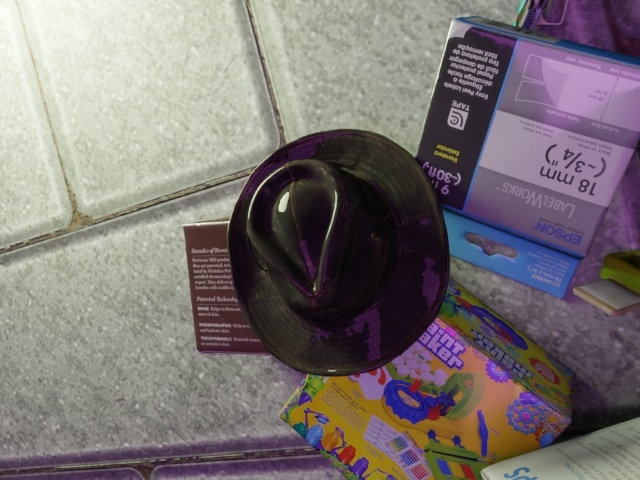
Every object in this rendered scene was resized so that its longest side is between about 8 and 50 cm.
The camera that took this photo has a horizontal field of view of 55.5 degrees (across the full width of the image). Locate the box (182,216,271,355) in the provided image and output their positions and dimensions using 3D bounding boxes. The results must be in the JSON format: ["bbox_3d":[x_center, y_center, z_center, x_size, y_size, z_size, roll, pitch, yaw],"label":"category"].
[{"bbox_3d":[-0.093,0.061,0.962,0.167,0.168,0.203,-3,96,25],"label":"box"}]

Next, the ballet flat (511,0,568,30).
[{"bbox_3d":[0.279,-0.281,0.798,0.070,0.070,0.188,29,112,18],"label":"ballet flat"}]

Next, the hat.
[{"bbox_3d":[0.000,0.000,0.747,0.332,0.134,0.331,-4,78,17],"label":"hat"}]

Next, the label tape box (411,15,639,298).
[{"bbox_3d":[0.248,-0.086,0.777,0.241,0.106,0.333,23,119,20],"label":"label tape box"}]

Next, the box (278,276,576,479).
[{"bbox_3d":[0.151,0.221,0.869,0.290,0.177,0.279,39,112,15],"label":"box"}]

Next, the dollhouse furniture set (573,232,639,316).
[{"bbox_3d":[0.400,-0.041,0.651,0.197,0.151,0.301,41,135,50],"label":"dollhouse furniture set"}]

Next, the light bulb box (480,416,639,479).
[{"bbox_3d":[0.407,0.372,0.603,0.361,0.225,0.357,-19,85,1],"label":"light bulb box"}]
